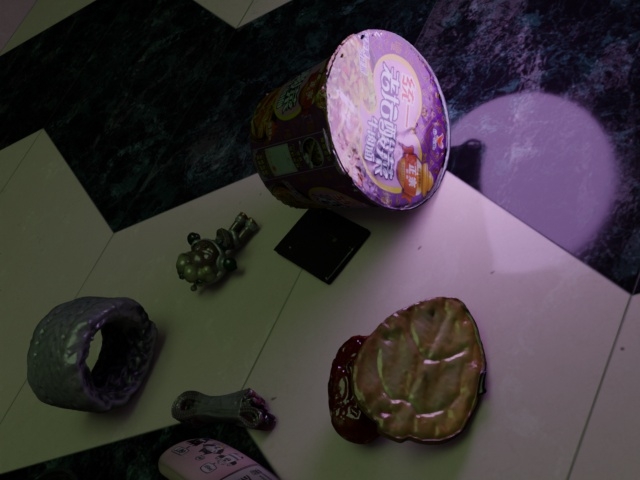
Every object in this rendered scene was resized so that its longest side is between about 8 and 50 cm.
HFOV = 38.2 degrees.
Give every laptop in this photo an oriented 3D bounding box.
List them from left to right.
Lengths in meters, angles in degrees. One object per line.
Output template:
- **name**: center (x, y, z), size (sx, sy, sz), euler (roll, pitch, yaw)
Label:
- **laptop**: center (0.000, 0.000, 1.818), size (0.135, 0.016, 0.197), euler (-51, 40, -9)

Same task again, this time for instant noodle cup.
- **instant noodle cup**: center (0.038, -0.202, 1.739), size (0.266, 0.340, 0.340), euler (-9, 51, 46)

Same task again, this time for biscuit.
- **biscuit**: center (0.162, 0.197, 1.436), size (0.203, 0.041, 0.260), euler (22, 62, 14)

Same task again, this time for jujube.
- **jujube**: center (0.068, 0.237, 1.488), size (0.112, 0.109, 0.176), euler (133, 155, -58)

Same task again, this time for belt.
- **belt**: center (-0.178, 0.307, 1.679), size (0.232, 0.053, 0.071), euler (-4, 53, 39)

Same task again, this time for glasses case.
- **glasses case**: center (-0.154, 0.407, 1.526), size (0.122, 0.075, 0.314), euler (-21, 25, -35)

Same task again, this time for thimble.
- **thimble**: center (-0.456, 0.227, 1.866), size (0.157, 0.217, 0.245), euler (0, 41, 35)

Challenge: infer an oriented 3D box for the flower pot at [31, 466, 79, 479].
- **flower pot**: center (-0.463, 0.499, 1.642), size (0.157, 0.107, 0.157), euler (-21, 39, 19)

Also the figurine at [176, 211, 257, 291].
- **figurine**: center (-0.218, 0.018, 1.928), size (0.147, 0.093, 0.197), euler (32, 79, 33)
